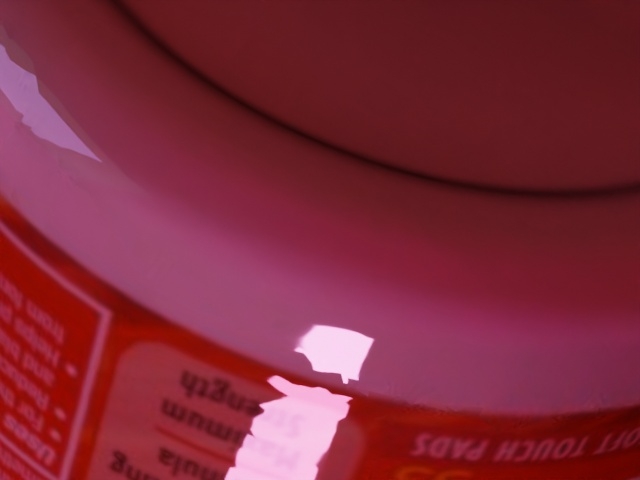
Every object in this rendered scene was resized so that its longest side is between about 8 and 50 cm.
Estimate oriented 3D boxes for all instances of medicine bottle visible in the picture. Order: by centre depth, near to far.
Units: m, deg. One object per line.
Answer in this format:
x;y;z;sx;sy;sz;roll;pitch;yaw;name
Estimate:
0.000;0.000;0.517;0.241;0.253;0.252;111;157;-44;medicine bottle
